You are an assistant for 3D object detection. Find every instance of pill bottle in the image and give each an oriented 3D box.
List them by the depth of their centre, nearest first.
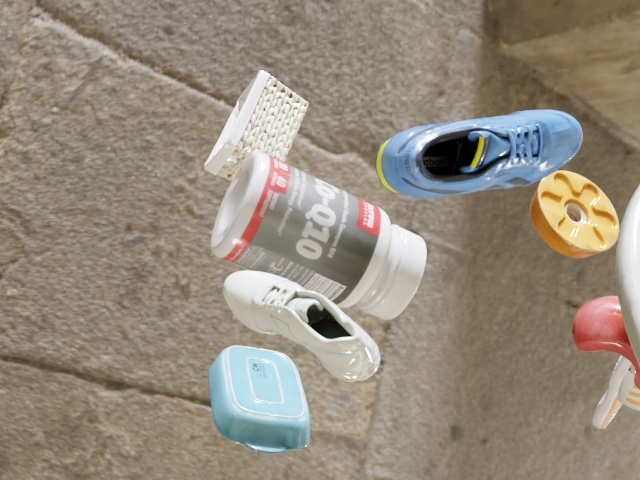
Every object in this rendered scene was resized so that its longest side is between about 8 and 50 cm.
[{"bbox_3d":[0.000,0.000,1.318,0.283,0.161,0.161,24,74,-17],"label":"pill bottle"}]

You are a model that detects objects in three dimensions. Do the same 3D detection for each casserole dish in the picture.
[{"bbox_3d":[-0.069,0.175,1.058,0.114,0.188,0.037,11,111,-15],"label":"casserole dish"}]

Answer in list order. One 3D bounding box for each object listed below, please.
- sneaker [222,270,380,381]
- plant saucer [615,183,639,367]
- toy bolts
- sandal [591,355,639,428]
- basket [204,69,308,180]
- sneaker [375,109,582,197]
[{"bbox_3d":[-0.019,0.056,0.739,0.053,0.152,0.061,-53,151,-21],"label":"sneaker"},{"bbox_3d":[0.367,0.102,0.616,0.400,0.100,0.400,11,47,-12],"label":"plant saucer"},{"bbox_3d":[0.328,0.004,0.897,0.218,0.158,0.228,29,51,-7],"label":"toy bolts"},{"bbox_3d":[0.425,0.183,1.192,0.102,0.076,0.265,-47,154,-25],"label":"sandal"},{"bbox_3d":[-0.104,-0.177,1.525,0.103,0.113,0.167,30,60,-14],"label":"basket"},{"bbox_3d":[0.155,-0.076,0.801,0.209,0.082,0.069,-10,95,-21],"label":"sneaker"}]
